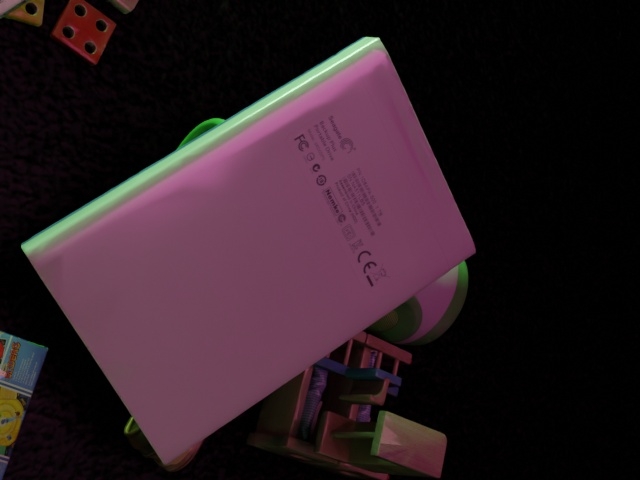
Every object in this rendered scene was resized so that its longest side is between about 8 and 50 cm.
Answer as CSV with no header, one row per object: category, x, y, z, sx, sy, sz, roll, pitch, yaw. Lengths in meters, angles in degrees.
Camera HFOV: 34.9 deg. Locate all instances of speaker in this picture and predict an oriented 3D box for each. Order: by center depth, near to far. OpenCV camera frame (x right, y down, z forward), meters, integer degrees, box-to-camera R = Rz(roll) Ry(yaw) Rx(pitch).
speaker,0.000,0.000,0.946,0.296,0.131,0.131,27,68,-33

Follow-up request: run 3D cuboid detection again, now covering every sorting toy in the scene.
sorting toy,-0.187,-0.286,0.890,0.132,0.046,0.274,37,63,-28

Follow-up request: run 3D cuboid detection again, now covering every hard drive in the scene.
hard drive,-0.044,0.007,0.822,0.318,0.040,0.210,-33,113,-13

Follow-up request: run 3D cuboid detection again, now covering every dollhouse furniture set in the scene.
dollhouse furniture set,0.050,0.145,0.928,0.129,0.183,0.129,26,68,-33

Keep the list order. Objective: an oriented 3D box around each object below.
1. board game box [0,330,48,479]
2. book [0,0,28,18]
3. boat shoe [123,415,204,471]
board game box,-0.298,0.151,0.746,0.136,0.035,0.201,29,67,-32
book,-0.232,-0.255,0.821,0.144,0.035,0.096,-36,102,-11
boat shoe,-0.110,0.108,0.883,0.060,0.064,0.178,37,66,-28
